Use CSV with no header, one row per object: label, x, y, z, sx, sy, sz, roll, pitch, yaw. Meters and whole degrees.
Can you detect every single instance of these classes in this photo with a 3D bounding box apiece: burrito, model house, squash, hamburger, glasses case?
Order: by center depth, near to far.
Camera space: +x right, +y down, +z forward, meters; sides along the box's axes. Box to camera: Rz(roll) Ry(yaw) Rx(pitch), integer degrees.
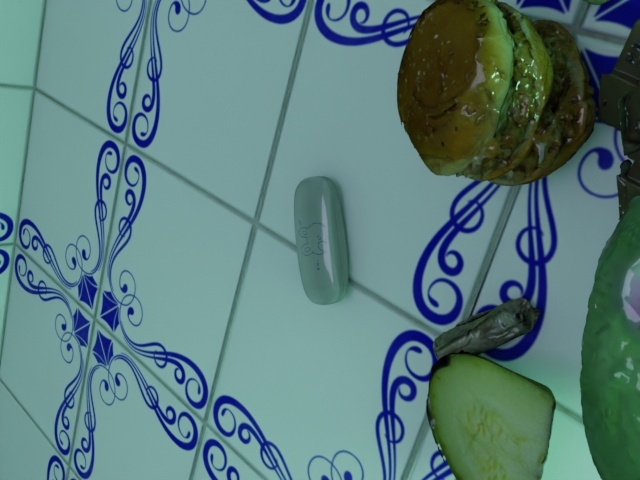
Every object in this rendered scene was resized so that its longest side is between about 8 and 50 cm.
model house,0.403,-0.118,0.800,0.181,0.176,0.248,39,135,33
hamburger,0.219,-0.206,0.896,0.245,0.211,0.260,30,115,58
squash,0.228,0.283,0.974,0.155,0.204,0.236,12,102,5
burrito,0.248,0.138,1.022,0.188,0.045,0.058,-32,98,37
glasses case,0.000,0.000,1.219,0.092,0.059,0.233,-4,90,44

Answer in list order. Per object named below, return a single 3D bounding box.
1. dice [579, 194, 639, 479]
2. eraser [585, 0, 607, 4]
dice,0.461,0.115,0.637,0.330,0.318,0.322,11,101,43
eraser,0.318,-0.388,0.857,0.058,0.117,0.172,-35,71,38
